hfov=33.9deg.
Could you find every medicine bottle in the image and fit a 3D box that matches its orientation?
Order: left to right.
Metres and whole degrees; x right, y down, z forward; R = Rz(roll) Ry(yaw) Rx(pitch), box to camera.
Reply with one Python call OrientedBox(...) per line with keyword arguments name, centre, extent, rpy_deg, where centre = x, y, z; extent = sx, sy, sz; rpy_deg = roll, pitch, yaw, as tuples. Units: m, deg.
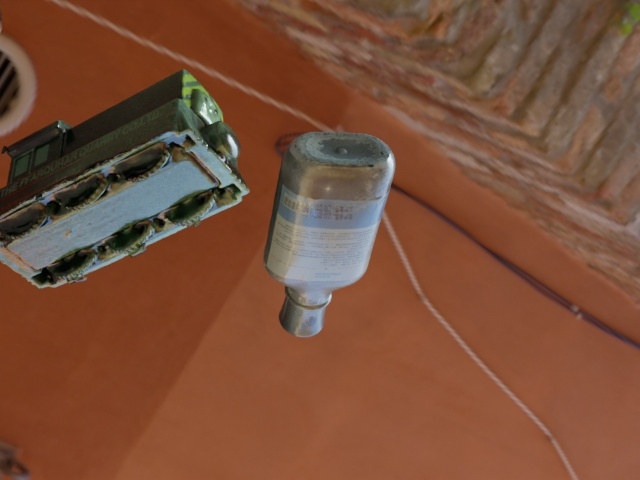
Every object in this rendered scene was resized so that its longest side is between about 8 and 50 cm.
OrientedBox(name="medicine bottle", centre=(0.000, 0.000, 0.873), extent=(0.208, 0.090, 0.054), rpy_deg=(104, -18, -45))

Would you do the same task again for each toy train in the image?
OrientedBox(name="toy train", centre=(-0.238, -0.077, 1.197), extent=(0.330, 0.138, 0.178), rpy_deg=(-24, -135, 19))

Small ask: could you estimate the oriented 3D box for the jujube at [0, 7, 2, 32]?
OrientedBox(name="jujube", centre=(-0.425, -0.150, 0.827), extent=(0.276, 0.276, 0.377), rpy_deg=(-34, -161, 34))
